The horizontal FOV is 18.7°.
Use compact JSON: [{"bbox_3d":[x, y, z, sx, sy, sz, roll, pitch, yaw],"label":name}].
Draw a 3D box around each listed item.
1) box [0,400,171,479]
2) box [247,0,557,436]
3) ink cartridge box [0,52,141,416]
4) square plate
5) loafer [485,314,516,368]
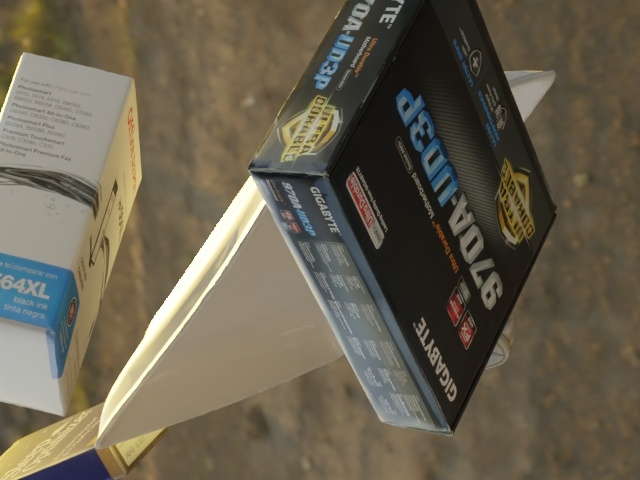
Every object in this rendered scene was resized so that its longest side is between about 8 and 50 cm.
[{"bbox_3d":[-0.224,0.187,1.622,0.225,0.136,0.036,-26,100,28],"label":"box"},{"bbox_3d":[0.053,-0.028,1.077,0.051,0.175,0.220,6,141,32],"label":"box"},{"bbox_3d":[-0.190,-0.004,1.344,0.148,0.086,0.203,96,-172,-63],"label":"ink cartridge box"},{"bbox_3d":[0.000,0.000,1.522,0.049,0.347,0.344,47,122,18],"label":"square plate"},{"bbox_3d":[0.102,0.084,1.547,0.125,0.039,0.045,-11,123,37],"label":"loafer"}]
